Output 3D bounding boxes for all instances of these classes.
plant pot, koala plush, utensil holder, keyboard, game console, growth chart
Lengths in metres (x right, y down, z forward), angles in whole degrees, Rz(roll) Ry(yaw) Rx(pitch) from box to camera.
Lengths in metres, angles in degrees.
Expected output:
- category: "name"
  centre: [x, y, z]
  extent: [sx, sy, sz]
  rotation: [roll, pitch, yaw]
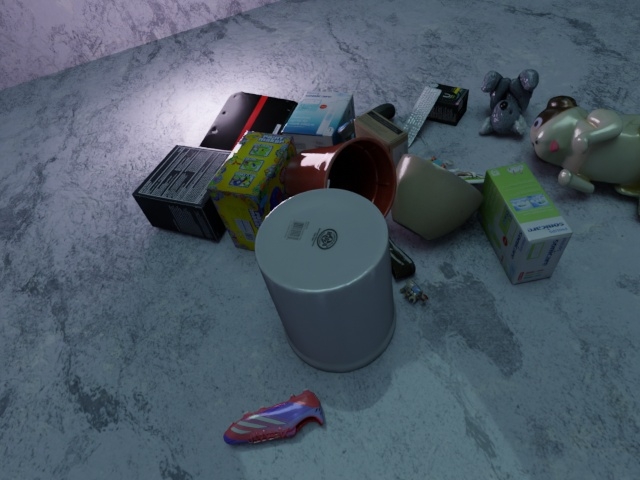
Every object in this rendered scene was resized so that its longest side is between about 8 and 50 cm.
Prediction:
- category: "plant pot"
  centre: [0.329, -0.112, 1.300]
  extent: [0.284, 0.284, 0.191]
  rotation: [33, 96, 31]
- category: "plant pot"
  centre: [0.040, -0.173, 1.268]
  extent: [0.272, 0.272, 0.265]
  rotation: [-43, 32, -23]
- category: "koala plush"
  centre: [0.713, -0.500, 1.597]
  extent: [0.196, 0.203, 0.221]
  rotation: [8, 74, 28]
- category: "utensil holder"
  centre: [0.030, 0.108, 1.070]
  extent: [0.327, 0.385, 0.327]
  rotation: [-5, 51, 6]
- category: "keyboard"
  centre: [0.384, -0.490, 1.655]
  extent: [0.072, 0.014, 0.256]
  rotation: [31, 91, 27]
- category: "game console"
  centre: [-0.309, -0.459, 1.768]
  extent: [0.342, 0.060, 0.386]
  rotation: [17, 70, 18]
- category: "growth chart"
  centre: [0.459, -0.209, 1.371]
  extent: [0.172, 0.021, 0.237]
  rotation: [-7, 19, -16]

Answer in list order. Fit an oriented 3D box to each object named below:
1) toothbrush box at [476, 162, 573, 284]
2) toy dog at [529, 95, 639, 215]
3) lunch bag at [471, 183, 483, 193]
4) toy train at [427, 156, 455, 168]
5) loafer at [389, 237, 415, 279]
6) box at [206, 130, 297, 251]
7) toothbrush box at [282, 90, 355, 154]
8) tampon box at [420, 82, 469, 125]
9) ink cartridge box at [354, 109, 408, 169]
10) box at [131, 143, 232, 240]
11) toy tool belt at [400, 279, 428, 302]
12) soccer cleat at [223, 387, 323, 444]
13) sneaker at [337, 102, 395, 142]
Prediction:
- category: "toothbrush box"
  centre: [0.573, -0.051, 1.212]
  extent: [0.122, 0.206, 0.283]
  rotation: [-12, 51, 1]
- category: "toy dog"
  centre: [0.887, -0.323, 1.331]
  extent: [0.408, 0.284, 0.395]
  rotation: [24, 59, 29]
- category: "lunch bag"
  centre: [0.504, -0.157, 1.399]
  extent: [0.083, 0.071, 0.053]
  rotation: [-2, 52, 10]
- category: "toy train"
  centre: [0.426, -0.228, 1.493]
  extent: [0.125, 0.046, 0.166]
  rotation: [14, 50, 4]
- category: "loafer"
  centre: [0.194, 0.037, 1.293]
  extent: [0.078, 0.080, 0.220]
  rotation: [-33, 53, -17]
- category: "box"
  centre: [-0.192, -0.155, 1.388]
  extent: [0.177, 0.290, 0.279]
  rotation: [11, 55, 19]
- category: "toothbrush box"
  centre: [0.001, -0.480, 1.725]
  extent: [0.216, 0.126, 0.295]
  rotation: [10, 53, 19]
- category: "tampon box"
  centre: [0.502, -0.556, 1.705]
  extent: [0.161, 0.101, 0.120]
  rotation: [22, 58, 26]
- category: "ink cartridge box"
  centre: [0.216, -0.310, 1.472]
  extent: [0.088, 0.234, 0.193]
  rotation: [-33, 53, -15]
- category: "box"
  centre: [-0.453, -0.184, 1.531]
  extent: [0.294, 0.183, 0.296]
  rotation: [12, 53, 19]
- category: "toy tool belt"
  centre: [0.269, 0.156, 1.210]
  extent: [0.051, 0.052, 0.083]
  rotation: [-47, 48, 13]
- category: "soccer cleat"
  centre: [-0.113, 0.450, 1.020]
  extent: [0.248, 0.083, 0.095]
  rotation: [-21, 55, -10]
- category: "sneaker"
  centre: [0.202, -0.444, 1.677]
  extent: [0.341, 0.139, 0.125]
  rotation: [-38, 12, -37]
